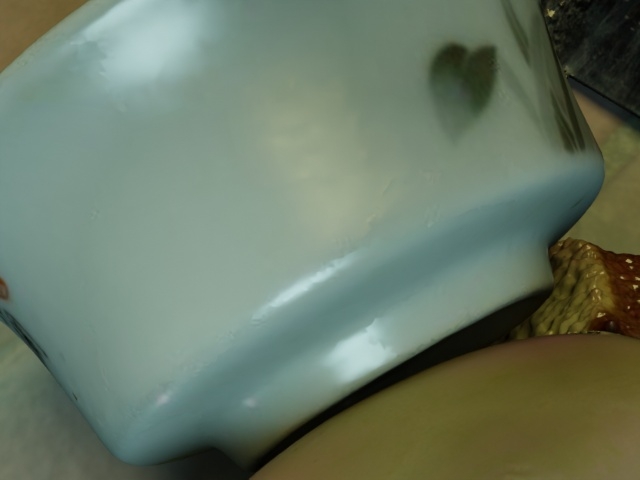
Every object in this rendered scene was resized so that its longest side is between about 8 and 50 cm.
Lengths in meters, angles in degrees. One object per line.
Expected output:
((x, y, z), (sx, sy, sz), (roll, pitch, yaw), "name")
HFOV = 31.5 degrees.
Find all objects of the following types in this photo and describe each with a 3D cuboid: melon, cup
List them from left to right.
((0.000, 0.000, 0.552), (0.347, 0.347, 0.163), (-28, 76, -15), "cup")
((0.067, 0.165, 0.458), (0.317, 0.223, 0.223), (-30, 56, -9), "melon")

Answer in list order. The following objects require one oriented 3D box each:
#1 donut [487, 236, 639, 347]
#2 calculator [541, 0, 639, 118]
((0.176, 0.062, 0.603), (0.186, 0.144, 0.126), (-30, 34, 37), "donut")
((0.251, -0.208, 0.759), (0.161, 0.021, 0.262), (41, 101, 33), "calculator")
